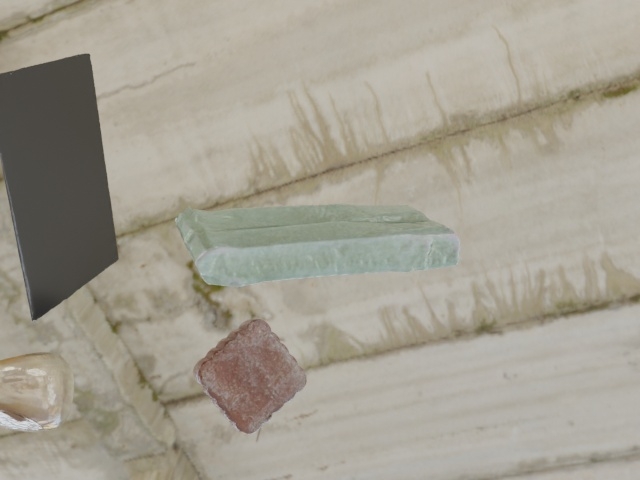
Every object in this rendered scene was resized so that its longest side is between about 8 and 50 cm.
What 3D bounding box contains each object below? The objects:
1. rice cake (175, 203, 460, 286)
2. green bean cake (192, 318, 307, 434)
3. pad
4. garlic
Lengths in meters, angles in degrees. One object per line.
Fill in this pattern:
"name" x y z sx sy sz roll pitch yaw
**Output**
"rice cake" 0.000 0.000 0.592 0.226 0.085 0.040 -3 -64 -21
"green bean cake" -0.105 0.201 1.073 0.136 0.056 0.135 -40 -80 -20
"pad" -0.330 -0.073 0.914 0.005 0.202 0.299 5 -67 16
"garlic" -0.368 0.189 0.872 0.129 0.090 0.198 0 -16 -22
